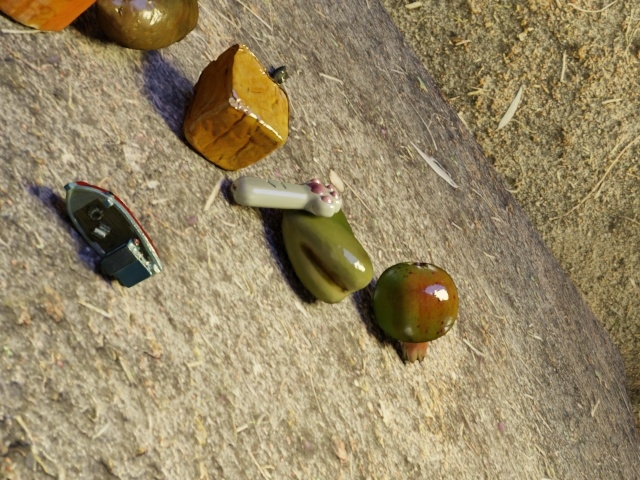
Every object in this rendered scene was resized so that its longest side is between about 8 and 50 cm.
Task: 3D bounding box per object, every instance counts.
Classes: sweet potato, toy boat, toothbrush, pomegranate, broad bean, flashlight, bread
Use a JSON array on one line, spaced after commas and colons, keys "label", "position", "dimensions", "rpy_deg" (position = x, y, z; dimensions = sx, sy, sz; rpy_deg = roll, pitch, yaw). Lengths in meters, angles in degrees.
[{"label": "sweet potato", "position": [-0.271, -0.389, 1.537], "dimensions": [0.130, 0.130, 0.422], "rpy_deg": [56, 17, -11]}, {"label": "toy boat", "position": [-0.270, -0.009, 1.186], "dimensions": [0.173, 0.069, 0.059], "rpy_deg": [57, 16, -21]}, {"label": "toothbrush", "position": [-0.105, -0.292, 1.856], "dimensions": [0.030, 0.030, 0.297], "rpy_deg": [62, 22, -22]}, {"label": "pomegranate", "position": [0.185, 0.144, 1.819], "dimensions": [0.180, 0.180, 0.209], "rpy_deg": [-40, 136, -65]}, {"label": "broad bean", "position": [0.000, 0.000, 1.674], "dimensions": [0.189, 0.121, 0.263], "rpy_deg": [36, 19, -33]}, {"label": "flashlight", "position": [-0.059, -0.082, 1.595], "dimensions": [0.200, 0.047, 0.093], "rpy_deg": [5, 30, -25]}, {"label": "bread", "position": [-0.144, -0.219, 1.564], "dimensions": [0.143, 0.149, 0.158], "rpy_deg": [38, 33, -35]}]

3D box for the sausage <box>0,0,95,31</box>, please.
[{"label": "sausage", "position": [-0.344, -0.462, 1.267], "dimensions": [0.233, 0.287, 0.233], "rpy_deg": [44, 25, -27]}]
